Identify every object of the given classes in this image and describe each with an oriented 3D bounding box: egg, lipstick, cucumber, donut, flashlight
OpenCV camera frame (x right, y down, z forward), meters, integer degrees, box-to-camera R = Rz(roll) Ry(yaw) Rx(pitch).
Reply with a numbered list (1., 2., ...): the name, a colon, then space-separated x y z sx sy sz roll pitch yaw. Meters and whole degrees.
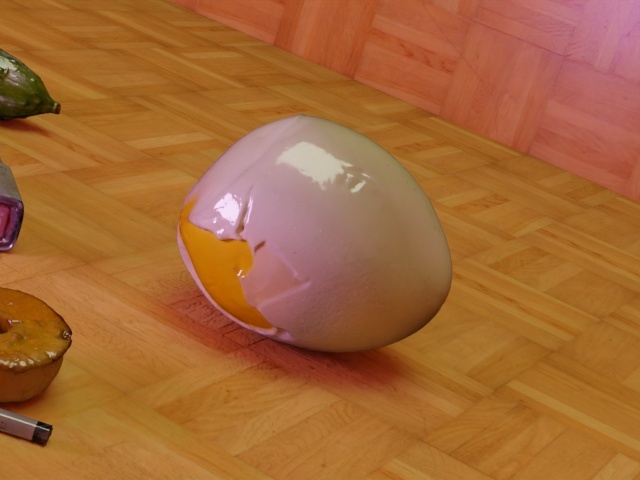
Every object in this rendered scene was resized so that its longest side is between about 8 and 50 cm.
1. egg: 0.000 0.000 1.719 0.345 0.283 0.283 30 17 -6
2. lipstick: -0.448 -0.072 1.806 0.079 0.077 0.253 10 20 -25
3. cucumber: -0.537 -0.257 2.225 0.244 0.134 0.134 21 17 -6
4. donut: -0.339 0.108 1.402 0.162 0.065 0.178 5 22 -23
5. flashlight: -0.299 0.174 1.313 0.083 0.018 0.018 18 16 -3
